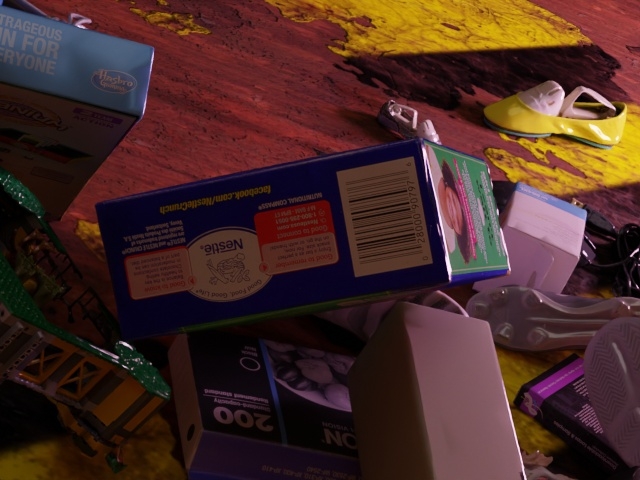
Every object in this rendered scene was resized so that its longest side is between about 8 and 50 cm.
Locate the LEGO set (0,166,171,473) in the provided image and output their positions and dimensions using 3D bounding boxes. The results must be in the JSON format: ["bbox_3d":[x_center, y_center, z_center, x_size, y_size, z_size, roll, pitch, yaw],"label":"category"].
[{"bbox_3d":[-0.293,0.069,1.155,0.331,0.192,0.255,49,7,24],"label":"LEGO set"}]

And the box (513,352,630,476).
[{"bbox_3d":[0.285,0.183,1.499,0.162,0.029,0.116,36,31,24],"label":"box"}]

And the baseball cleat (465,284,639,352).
[{"bbox_3d":[0.253,0.091,1.605,0.206,0.072,0.109,7,-10,2],"label":"baseball cleat"}]

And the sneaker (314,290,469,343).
[{"bbox_3d":[0.052,0.062,1.494,0.281,0.105,0.115,41,-1,37],"label":"sneaker"}]

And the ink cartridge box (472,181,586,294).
[{"bbox_3d":[0.233,0.014,1.680,0.090,0.092,0.143,25,28,2],"label":"ink cartridge box"}]

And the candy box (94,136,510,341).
[{"bbox_3d":[0.000,0.000,1.271,0.268,0.122,0.317,-10,-1,15],"label":"candy box"}]

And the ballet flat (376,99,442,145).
[{"bbox_3d":[0.120,-0.143,1.919,0.114,0.041,0.041,39,31,25],"label":"ballet flat"}]

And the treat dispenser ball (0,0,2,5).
[{"bbox_3d":[-0.445,-0.269,1.442,0.288,0.288,0.288,18,29,-10],"label":"treat dispenser ball"}]

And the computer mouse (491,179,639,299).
[{"bbox_3d":[0.288,-0.030,1.831,0.262,0.060,0.184,26,29,3],"label":"computer mouse"}]

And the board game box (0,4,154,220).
[{"bbox_3d":[-0.301,-0.112,1.295,0.242,0.316,0.064,14,71,-19],"label":"board game box"}]

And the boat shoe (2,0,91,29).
[{"bbox_3d":[-0.341,-0.234,1.657,0.320,0.103,0.118,29,29,11],"label":"boat shoe"}]

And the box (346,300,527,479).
[{"bbox_3d":[0.096,0.190,1.199,0.094,0.113,0.275,14,44,-21],"label":"box"}]

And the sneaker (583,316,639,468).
[{"bbox_3d":[0.388,0.204,1.432,0.321,0.124,0.180,48,14,23],"label":"sneaker"}]

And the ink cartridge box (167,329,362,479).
[{"bbox_3d":[-0.019,0.164,1.285,0.206,0.045,0.208,13,31,-20],"label":"ink cartridge box"}]

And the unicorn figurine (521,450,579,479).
[{"bbox_3d":[0.181,0.235,1.311,0.111,0.060,0.162,14,14,-17],"label":"unicorn figurine"}]

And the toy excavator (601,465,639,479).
[{"bbox_3d":[0.339,0.354,1.054,0.433,0.222,0.445,5,59,-66],"label":"toy excavator"}]

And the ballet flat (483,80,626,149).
[{"bbox_3d":[0.334,-0.183,2.110,0.231,0.077,0.077,7,33,-28],"label":"ballet flat"}]
